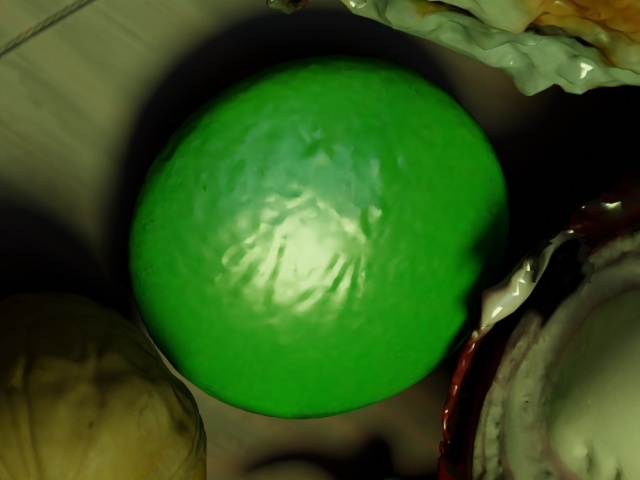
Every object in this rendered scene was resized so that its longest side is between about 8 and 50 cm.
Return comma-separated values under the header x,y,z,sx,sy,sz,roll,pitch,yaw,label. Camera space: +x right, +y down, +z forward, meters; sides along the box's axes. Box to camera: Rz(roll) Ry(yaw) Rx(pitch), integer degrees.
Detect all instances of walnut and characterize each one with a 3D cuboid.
x,y,z,sx,sy,sz,roll,pitch,yaw,label
-0.136,0.111,0.705,0.167,0.207,0.167,-2,103,-9,walnut

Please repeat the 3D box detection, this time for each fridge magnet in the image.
x,y,z,sx,sy,sz,roll,pitch,yaw,label
0.000,0.000,0.758,0.208,0.088,0.208,-7,116,-14,fridge magnet

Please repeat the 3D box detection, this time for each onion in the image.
x,y,z,sx,sy,sz,roll,pitch,yaw,label
0.234,0.099,0.736,0.341,0.341,0.341,-7,117,-14,onion

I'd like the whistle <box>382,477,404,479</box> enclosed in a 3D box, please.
x,y,z,sx,sy,sz,roll,pitch,yaw,label
0.041,0.220,0.874,0.274,0.093,0.186,-17,127,-9,whistle

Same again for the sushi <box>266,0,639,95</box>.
x,y,z,sx,sy,sz,roll,pitch,yaw,label
0.151,-0.164,0.560,0.418,0.417,0.175,15,84,-23,sushi
